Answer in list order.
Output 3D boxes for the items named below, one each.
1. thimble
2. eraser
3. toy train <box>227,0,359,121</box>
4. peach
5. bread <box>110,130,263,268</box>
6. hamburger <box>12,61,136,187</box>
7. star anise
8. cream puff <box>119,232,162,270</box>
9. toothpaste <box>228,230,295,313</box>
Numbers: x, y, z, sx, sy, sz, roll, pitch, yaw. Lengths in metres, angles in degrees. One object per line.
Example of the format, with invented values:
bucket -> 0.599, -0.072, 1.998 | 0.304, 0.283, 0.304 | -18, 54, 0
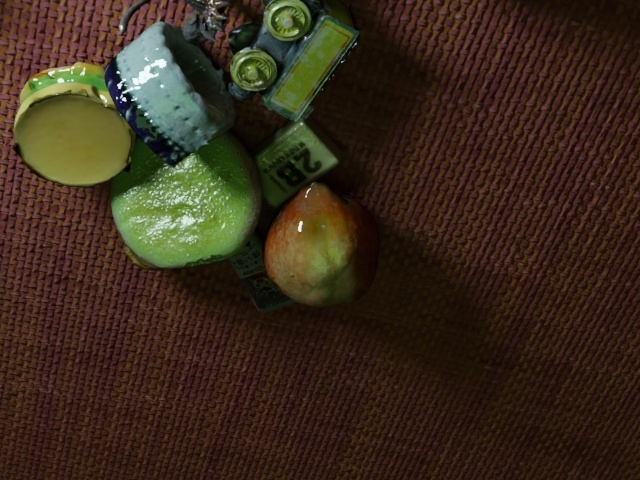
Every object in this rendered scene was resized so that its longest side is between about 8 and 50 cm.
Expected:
thimble -> -0.259, -0.253, 1.840 | 0.150, 0.237, 0.237 | -34, 117, 18
eraser -> -0.059, -0.151, 2.009 | 0.172, 0.058, 0.117 | -34, 116, 21
toy train -> -0.054, -0.347, 1.841 | 0.177, 0.134, 0.261 | 24, 121, -24
peach -> 0.000, 0.000, 2.015 | 0.232, 0.232, 0.257 | -9, 114, 6
bread -> -0.256, -0.091, 1.976 | 0.301, 0.045, 0.301 | 0, 90, 4
hamburger -> -0.445, -0.223, 1.909 | 0.237, 0.149, 0.237 | -3, 133, -3
star anise -> -0.253, -0.377, 1.731 | 0.227, 0.218, 0.148 | 10, 133, -36
cream puff -> -0.330, -0.015, 2.073 | 0.126, 0.103, 0.144 | -19, 122, -3
toothpaste -> -0.138, 0.042, 2.135 | 0.114, 0.073, 0.299 | -21, 128, 14
